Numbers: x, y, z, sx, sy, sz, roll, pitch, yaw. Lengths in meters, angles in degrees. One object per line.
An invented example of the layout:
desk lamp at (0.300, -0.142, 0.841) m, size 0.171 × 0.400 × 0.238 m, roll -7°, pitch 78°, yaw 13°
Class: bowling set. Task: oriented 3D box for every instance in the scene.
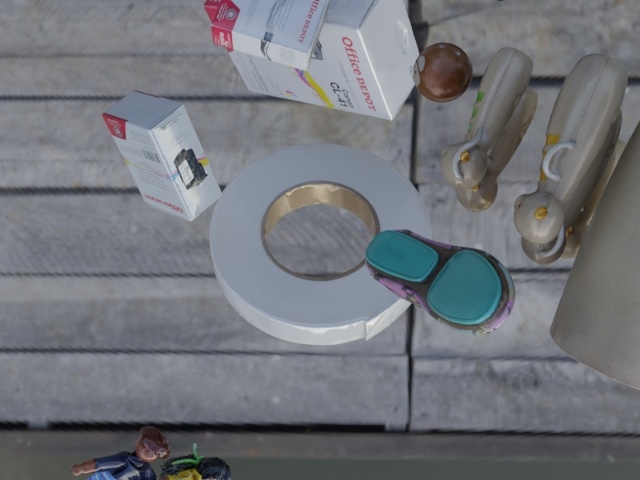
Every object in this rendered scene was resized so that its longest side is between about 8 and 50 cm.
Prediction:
bowling set at (0.160, -0.075, 0.904) m, size 0.200 × 0.287 × 0.154 m, roll 23°, pitch 86°, yaw 23°

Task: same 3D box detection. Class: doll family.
doll family at (-0.123, 0.200, 0.781) m, size 0.111 × 0.076 × 0.193 m, roll -36°, pitch 157°, yaw 14°

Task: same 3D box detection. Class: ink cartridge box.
ink cartridge box at (-0.240, -0.129, 1.548) m, size 0.127 × 0.072 × 0.175 m, roll 20°, pitch 143°, yaw 41°
ink cartridge box at (-0.010, -0.339, 1.693) m, size 0.306 × 0.131 × 0.226 m, roll 17°, pitch 153°, yaw 31°
ink cartridge box at (-0.072, -0.326, 1.494) m, size 0.151 × 0.109 × 0.063 m, roll 18°, pitch 161°, yaw 3°

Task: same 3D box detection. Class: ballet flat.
ballet flat at (0.122, 0.045, 0.935) m, size 0.079 × 0.221 × 0.077 m, roll 41°, pitch 82°, yaw -30°

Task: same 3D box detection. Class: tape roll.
tape roll at (0.000, 0.000, 1.780) m, size 0.392 × 0.391 × 0.072 m, roll 2°, pitch 147°, yaw 1°

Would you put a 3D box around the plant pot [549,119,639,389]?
plant pot at (0.339, -0.028, 0.820) m, size 0.257 × 0.256 × 0.273 m, roll 7°, pitch 103°, yaw -2°
